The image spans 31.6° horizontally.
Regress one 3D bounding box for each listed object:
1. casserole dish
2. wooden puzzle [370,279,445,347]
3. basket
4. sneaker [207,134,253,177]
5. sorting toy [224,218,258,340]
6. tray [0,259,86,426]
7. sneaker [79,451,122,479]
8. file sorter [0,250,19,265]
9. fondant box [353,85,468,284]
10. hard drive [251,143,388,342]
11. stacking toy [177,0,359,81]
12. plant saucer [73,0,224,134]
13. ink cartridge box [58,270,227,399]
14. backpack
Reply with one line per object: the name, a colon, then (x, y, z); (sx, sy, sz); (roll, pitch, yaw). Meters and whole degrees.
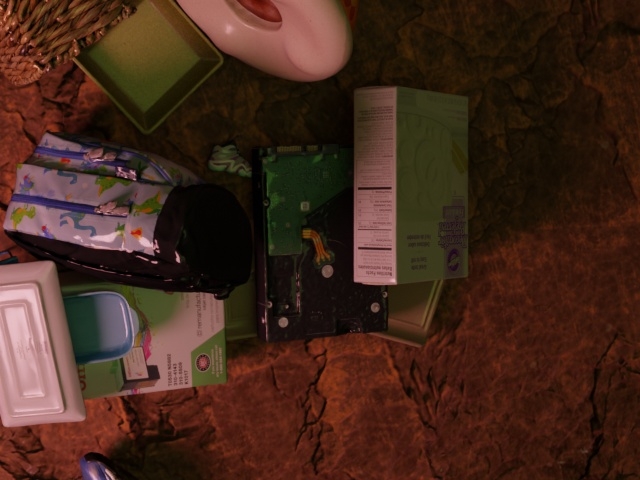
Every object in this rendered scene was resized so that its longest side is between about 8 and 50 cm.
casserole dish: (-0.381, 0.138, 1.798); (0.188, 0.037, 0.114); (-8, 102, -2)
wooden puzzle: (0.128, 0.059, 2.099); (0.221, 0.044, 0.239); (17, 89, -21)
basket: (-0.438, -0.375, 1.677); (0.213, 0.299, 0.223); (-38, 112, -8)
sneaker: (-0.143, -0.148, 1.962); (0.098, 0.038, 0.069); (9, 97, -21)
sorting toy: (-0.100, 0.063, 2.020); (0.193, 0.038, 0.208); (-8, 98, -18)
tray: (-0.459, 0.168, 1.763); (0.145, 0.030, 0.270); (-6, 106, 7)
sneaker: (-0.392, 0.527, 1.946); (0.147, 0.130, 0.330); (-7, 102, -21)
file sorter: (-0.524, 0.116, 1.837); (0.118, 0.104, 0.170); (-21, 105, -15)
fondant box: (0.161, -0.094, 1.971); (0.238, 0.096, 0.330); (-3, 94, -52)
hard drive: (0.000, 0.000, 1.984); (0.237, 0.064, 0.339); (-5, 97, -22)
stacking toy: (-0.003, -0.532, 1.839); (0.350, 0.350, 0.480); (41, 69, -21)
plant saucer: (-0.289, -0.305, 1.878); (0.188, 0.045, 0.188); (-45, 110, -7)
ink cartridge box: (-0.307, 0.150, 1.913); (0.278, 0.117, 0.201); (-5, 101, -18)
backpack: (-0.316, -0.039, 1.776); (0.355, 0.290, 0.273); (-4, 82, 18)
